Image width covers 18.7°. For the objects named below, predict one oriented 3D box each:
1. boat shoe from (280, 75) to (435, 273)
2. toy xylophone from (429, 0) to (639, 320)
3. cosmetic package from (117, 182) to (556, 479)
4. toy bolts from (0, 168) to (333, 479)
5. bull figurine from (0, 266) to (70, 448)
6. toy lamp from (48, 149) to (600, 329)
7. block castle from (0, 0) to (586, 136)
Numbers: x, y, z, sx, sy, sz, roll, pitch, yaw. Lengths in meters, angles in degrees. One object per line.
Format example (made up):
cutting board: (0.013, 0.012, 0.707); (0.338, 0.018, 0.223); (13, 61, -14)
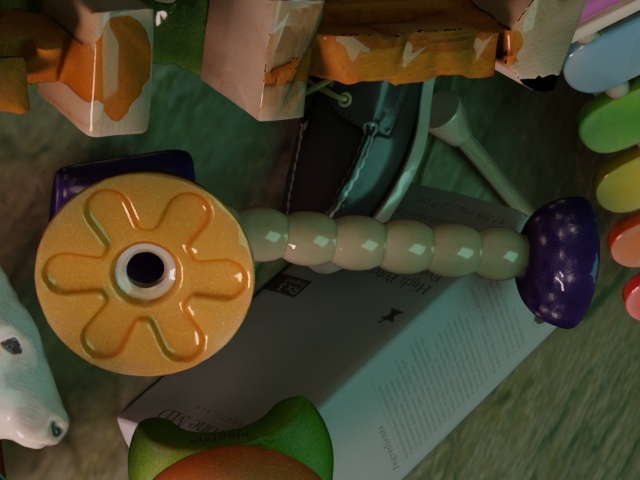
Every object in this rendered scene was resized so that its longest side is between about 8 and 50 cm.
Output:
boat shoe: (0.024, -0.095, 1.064); (0.068, 0.081, 0.228); (32, 75, -38)
toy xylophone: (0.210, -0.056, 1.159); (0.236, 0.081, 0.322); (-32, 132, 20)
cosmetic package: (0.014, 0.070, 1.073); (0.231, 0.117, 0.085); (-41, 126, -30)
toy bolts: (-0.112, 0.099, 0.865); (0.228, 0.158, 0.218); (-12, 111, 1)
bull figurine: (-0.250, 0.065, 0.740); (0.310, 0.101, 0.188); (22, 78, -31)
toy lamp: (0.000, 0.000, 0.991); (0.274, 0.080, 0.080); (7, 98, -13)
block castle: (-0.088, -0.212, 0.824); (0.453, 0.213, 0.303); (-9, 119, -32)
